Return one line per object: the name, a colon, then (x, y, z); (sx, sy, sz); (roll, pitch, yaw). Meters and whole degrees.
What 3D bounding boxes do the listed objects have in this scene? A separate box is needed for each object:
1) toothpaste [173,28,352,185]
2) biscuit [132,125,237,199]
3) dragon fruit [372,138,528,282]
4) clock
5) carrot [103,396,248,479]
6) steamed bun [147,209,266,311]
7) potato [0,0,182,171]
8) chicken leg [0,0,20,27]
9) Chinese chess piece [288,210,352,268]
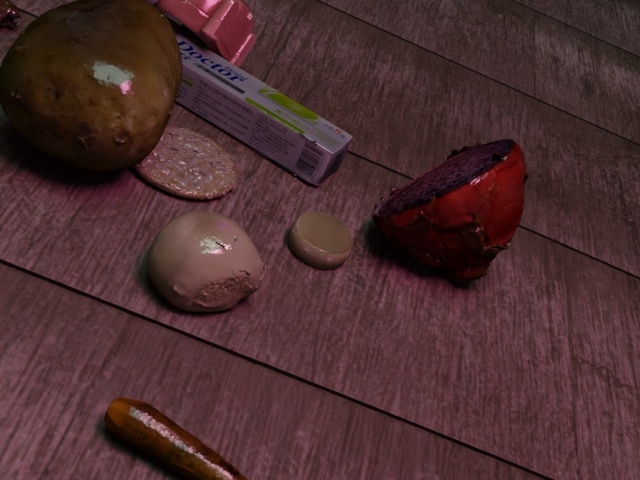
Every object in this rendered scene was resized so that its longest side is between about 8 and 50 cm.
toothpaste: (-0.120, -0.198, 1.349); (0.337, 0.067, 0.081); (32, 33, 9)
biscuit: (-0.180, -0.103, 1.227); (0.152, 0.020, 0.152); (18, 35, -13)
dragon fruit: (0.193, -0.027, 1.251); (0.219, 0.224, 0.148); (-33, 100, -14)
clock: (-0.188, -0.347, 1.420); (0.162, 0.092, 0.166); (30, -6, 15)
carrot: (-0.123, 0.200, 0.858); (0.171, 0.042, 0.042); (33, 36, 8)
steamed bun: (-0.127, 0.015, 1.046); (0.130, 0.090, 0.112); (-5, 43, -35)
potato: (-0.274, -0.204, 1.163); (0.210, 0.173, 0.307); (6, 34, 4)
chicken leg: (-0.496, -0.303, 1.251); (0.125, 0.080, 0.196); (32, 27, -8)
Chinese chess piece: (0.000, 0.000, 1.196); (0.084, 0.034, 0.084); (16, 39, -13)
